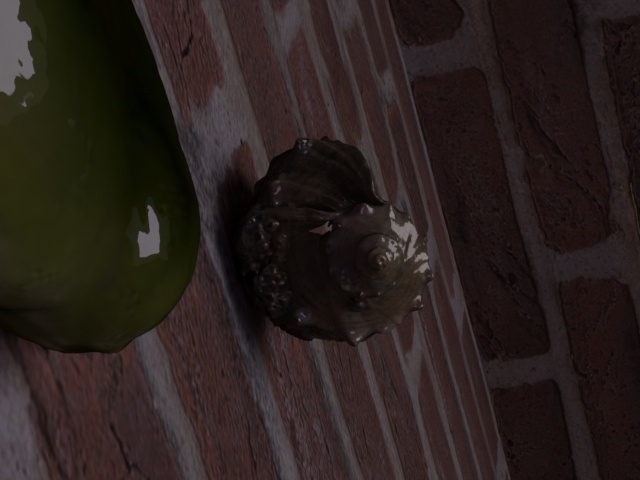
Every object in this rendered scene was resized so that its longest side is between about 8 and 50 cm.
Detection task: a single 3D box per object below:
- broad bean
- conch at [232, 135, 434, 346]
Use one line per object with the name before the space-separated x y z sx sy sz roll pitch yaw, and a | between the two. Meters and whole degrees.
broad bean | -0.145 -0.076 0.559 0.238 0.119 0.291 -70 145 -65
conch | 0.000 0.000 1.040 0.245 0.163 0.178 180 -86 -74
